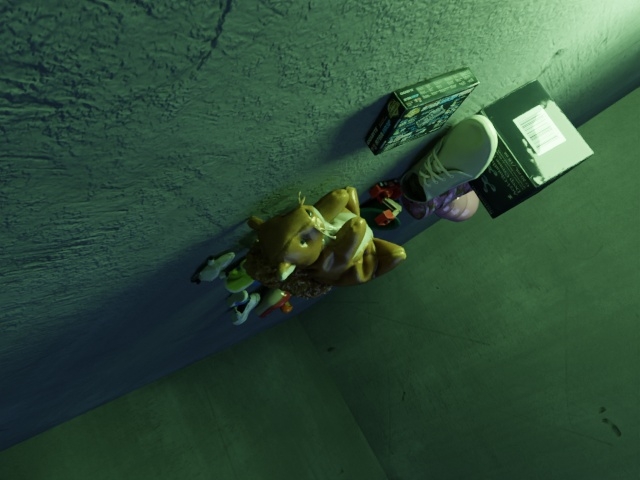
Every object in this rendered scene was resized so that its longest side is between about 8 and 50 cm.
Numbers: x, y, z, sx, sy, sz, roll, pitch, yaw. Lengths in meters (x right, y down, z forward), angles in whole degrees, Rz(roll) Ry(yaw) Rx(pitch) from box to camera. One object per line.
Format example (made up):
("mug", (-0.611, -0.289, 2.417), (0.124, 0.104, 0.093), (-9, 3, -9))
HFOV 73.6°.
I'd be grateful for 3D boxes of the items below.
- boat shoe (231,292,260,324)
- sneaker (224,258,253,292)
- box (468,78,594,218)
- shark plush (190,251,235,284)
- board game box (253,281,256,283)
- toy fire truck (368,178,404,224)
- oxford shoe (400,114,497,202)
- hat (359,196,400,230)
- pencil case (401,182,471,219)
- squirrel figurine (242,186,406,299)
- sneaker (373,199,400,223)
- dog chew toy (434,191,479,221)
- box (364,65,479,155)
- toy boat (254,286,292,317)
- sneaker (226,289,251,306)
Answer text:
("boat shoe", (-0.374, 0.320, 2.011), (0.075, 0.083, 0.226), (1, 136, -50))
("sneaker", (-0.209, 0.079, 1.406), (0.240, 0.091, 0.126), (-30, -173, -6))
("box", (0.656, -0.288, 1.462), (0.212, 0.294, 0.395), (-30, 168, -2))
("shark plush", (-0.309, 0.090, 1.230), (0.161, 0.073, 0.067), (-43, -166, 29))
("board game box", (-0.225, 0.129, 1.660), (0.133, 0.033, 0.168), (-27, 164, 7))
("toy fire truck", (0.232, -0.132, 1.444), (0.192, 0.135, 0.047), (-19, 164, -45))
("oxford shoe", (0.391, -0.234, 1.366), (0.130, 0.169, 0.449), (-24, 172, -22))
("hat", (0.245, -0.155, 1.652), (0.208, 0.184, 0.173), (11, 159, 12))
("pencil case", (0.510, -0.219, 1.735), (0.386, 0.160, 0.167), (-27, 135, -17))
("squirrel figurine", (-0.042, 0.039, 1.169), (0.397, 0.281, 0.370), (-41, 159, 31))
("sneaker", (0.243, -0.108, 1.749), (0.188, 0.067, 0.078), (-32, 163, -11))
("dog chew toy", (0.635, -0.191, 2.092), (0.331, 0.207, 0.206), (-6, 154, -48))
("box", (0.225, -0.289, 0.969), (0.220, 0.051, 0.175), (-26, 168, -23))
("toy boat", (-0.199, 0.289, 2.009), (0.231, 0.151, 0.151), (-42, -157, 47))
("sneaker", (-0.320, 0.232, 1.775), (0.084, 0.058, 0.152), (-12, 163, -42))
